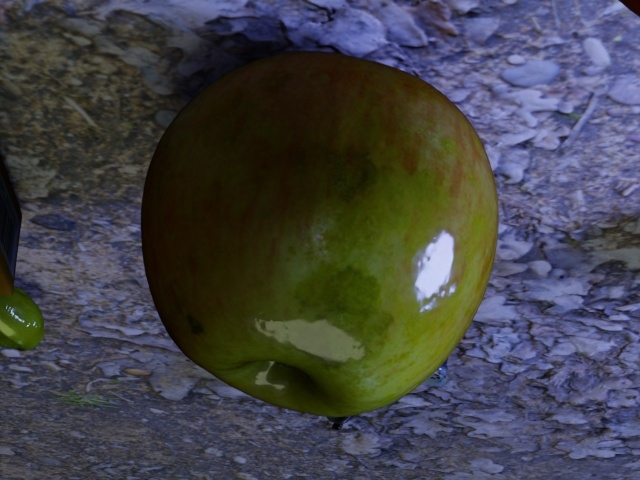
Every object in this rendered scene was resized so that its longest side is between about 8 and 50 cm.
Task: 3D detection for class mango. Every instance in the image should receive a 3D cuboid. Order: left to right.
[{"bbox_3d":[-0.416,0.082,1.649,0.091,0.074,0.165,-18,137,41],"label":"mango"}]

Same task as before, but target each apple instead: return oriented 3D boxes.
[{"bbox_3d":[0.000,0.000,1.216,0.339,0.340,0.340,1,154,0],"label":"apple"}]

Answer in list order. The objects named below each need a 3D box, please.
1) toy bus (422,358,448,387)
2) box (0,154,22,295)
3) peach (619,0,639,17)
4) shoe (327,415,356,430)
[{"bbox_3d":[0.119,0.106,1.669,0.109,0.091,0.262,7,154,12],"label":"toy bus"},{"bbox_3d":[-0.454,-0.079,1.275,0.264,0.116,0.415,3,154,-2],"label":"box"},{"bbox_3d":[0.304,-0.241,0.681,0.369,0.370,0.370,1,154,0],"label":"peach"},{"bbox_3d":[0.050,0.201,1.816,0.099,0.126,0.227,-22,144,33],"label":"shoe"}]
